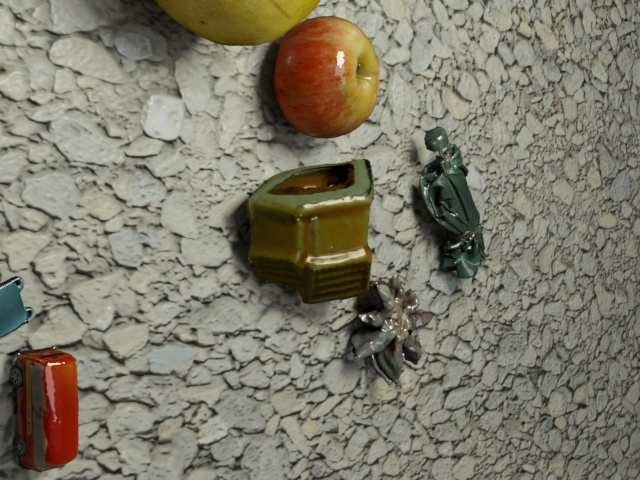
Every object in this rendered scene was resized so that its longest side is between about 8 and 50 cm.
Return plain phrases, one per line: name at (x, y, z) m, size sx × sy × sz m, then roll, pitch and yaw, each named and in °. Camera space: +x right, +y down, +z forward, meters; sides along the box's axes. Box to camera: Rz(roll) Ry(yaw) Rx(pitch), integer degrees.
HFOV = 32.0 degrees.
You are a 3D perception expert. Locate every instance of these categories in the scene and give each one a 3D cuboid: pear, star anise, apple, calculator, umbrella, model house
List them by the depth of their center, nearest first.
calculator at (-0.455, 0.106, 1.524) m, size 0.141 × 0.019 × 0.094 m, roll -33°, pitch 118°, yaw -41°
pear at (-0.129, -0.448, 1.657) m, size 0.314 × 0.314 × 0.314 m, roll -6°, pitch 98°, yaw -49°
apple at (0.009, -0.280, 1.928) m, size 0.209 × 0.164 × 0.209 m, roll 4°, pitch 86°, yaw -61°
model house at (-0.011, -0.001, 1.955) m, size 0.268 × 0.173 × 0.239 m, roll -9°, pitch 116°, yaw -18°
star anise at (0.132, 0.165, 2.166) m, size 0.229 × 0.093 × 0.236 m, roll -44°, pitch 127°, yaw -39°
umbrella at (0.266, -0.083, 2.299) m, size 0.143 × 0.094 × 0.349 m, roll -71°, pitch 147°, yaw -45°

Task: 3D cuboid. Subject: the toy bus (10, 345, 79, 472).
toy bus at (-0.383, 0.241, 1.575) m, size 0.079 × 0.077 × 0.174 m, roll -6°, pitch 98°, yaw -49°
